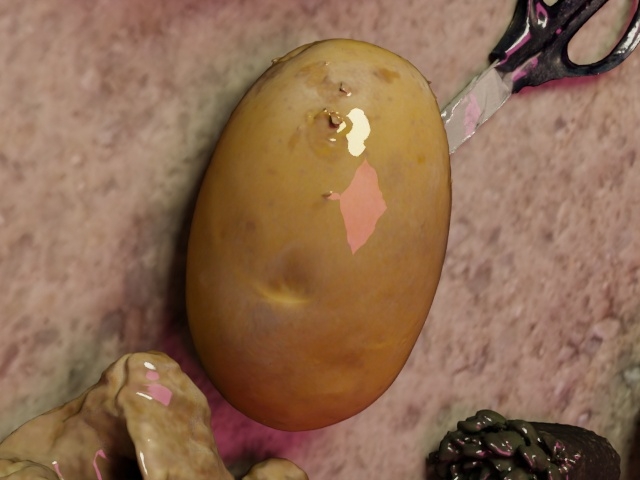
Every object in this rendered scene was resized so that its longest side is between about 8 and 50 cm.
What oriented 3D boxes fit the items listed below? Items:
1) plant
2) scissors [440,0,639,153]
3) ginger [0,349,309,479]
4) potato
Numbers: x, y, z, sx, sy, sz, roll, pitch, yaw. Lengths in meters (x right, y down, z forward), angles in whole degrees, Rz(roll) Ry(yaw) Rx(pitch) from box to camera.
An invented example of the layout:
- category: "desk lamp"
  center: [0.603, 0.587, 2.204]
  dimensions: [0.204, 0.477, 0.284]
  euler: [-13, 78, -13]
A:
- category: "plant"
  center: [0.141, 0.167, 1.045]
  dimensions: [0.143, 0.092, 0.094]
  euler: [8, 105, -43]
- category: "scissors"
  center: [0.114, -0.101, 0.993]
  dimensions: [0.300, 0.022, 0.109]
  euler: [-44, 120, -19]
- category: "ginger"
  center: [-0.080, 0.184, 0.863]
  dimensions: [0.221, 0.130, 0.275]
  euler: [-30, 118, -37]
- category: "potato"
  center: [0.000, 0.000, 0.871]
  dimensions: [0.150, 0.146, 0.234]
  euler: [8, 99, -4]
